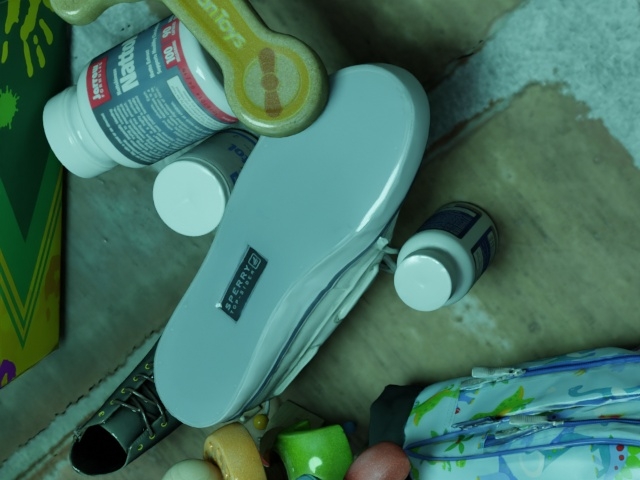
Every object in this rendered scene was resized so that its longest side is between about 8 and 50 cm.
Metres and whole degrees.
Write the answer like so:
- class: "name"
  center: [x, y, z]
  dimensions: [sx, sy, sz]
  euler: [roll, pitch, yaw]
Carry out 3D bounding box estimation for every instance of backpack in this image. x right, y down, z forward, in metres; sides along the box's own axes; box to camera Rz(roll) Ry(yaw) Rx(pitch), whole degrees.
- class: "backpack"
  center: [0.234, 0.225, 1.553]
  dimensions: [0.356, 0.273, 0.290]
  euler: [-16, 97, 15]

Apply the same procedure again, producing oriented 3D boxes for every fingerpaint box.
- class: "fingerpaint box"
  center: [-0.463, -0.087, 1.744]
  dimensions: [0.445, 0.163, 0.371]
  euler: [11, 112, 19]

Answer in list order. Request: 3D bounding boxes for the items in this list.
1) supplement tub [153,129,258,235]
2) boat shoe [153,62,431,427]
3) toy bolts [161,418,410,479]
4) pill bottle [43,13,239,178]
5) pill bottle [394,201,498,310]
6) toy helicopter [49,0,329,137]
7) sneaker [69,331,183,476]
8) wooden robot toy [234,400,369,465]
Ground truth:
- class: "supplement tub"
  center: [-0.093, -0.051, 1.642]
  dimensions: [0.071, 0.107, 0.071]
  euler: [7, 111, 19]
- class: "boat shoe"
  center: [0.005, 0.007, 1.606]
  dimensions: [0.136, 0.156, 0.367]
  euler: [41, 115, 25]
- class: "toy bolts"
  center: [-0.025, 0.255, 1.552]
  dimensions: [0.228, 0.158, 0.218]
  euler: [167, 89, -68]
- class: "pill bottle"
  center: [-0.148, -0.124, 1.637]
  dimensions: [0.180, 0.108, 0.108]
  euler: [-25, 98, 27]
- class: "pill bottle"
  center: [0.103, 0.016, 1.581]
  dimensions: [0.067, 0.120, 0.067]
  euler: [7, 111, 19]
- class: "toy helicopter"
  center: [-0.108, -0.239, 1.519]
  dimensions: [0.235, 0.140, 0.355]
  euler: [-40, 82, 1]
- class: "sneaker"
  center: [-0.136, 0.135, 1.719]
  dimensions: [0.083, 0.118, 0.222]
  euler: [42, 118, 3]
- class: "wooden robot toy"
  center: [-0.027, 0.194, 1.721]
  dimensions: [0.173, 0.079, 0.076]
  euler: [26, 116, 12]
